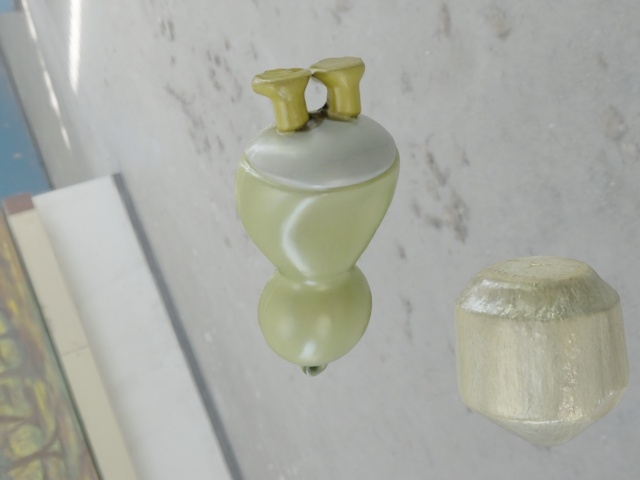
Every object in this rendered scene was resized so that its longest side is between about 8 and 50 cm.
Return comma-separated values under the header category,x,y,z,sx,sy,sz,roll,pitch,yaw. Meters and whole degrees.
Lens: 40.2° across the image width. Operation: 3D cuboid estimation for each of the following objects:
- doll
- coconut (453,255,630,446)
category,x,y,z,sx,sy,sz,roll,pitch,yaw
doll,-0.007,-0.006,0.737,0.117,0.141,0.296,42,138,39
coconut,0.306,0.160,1.221,0.237,0.237,0.265,-170,75,-66
